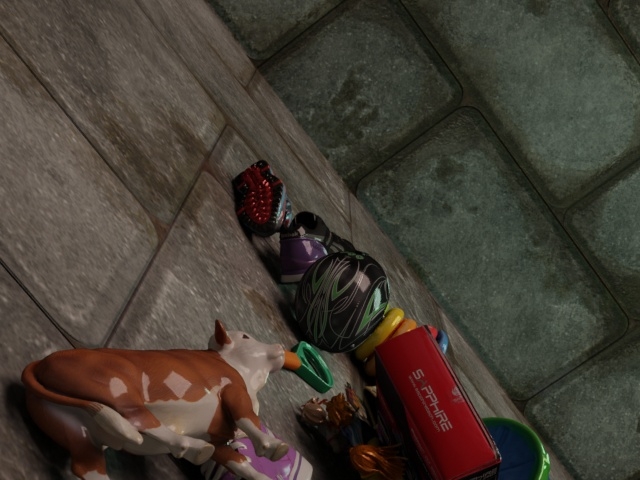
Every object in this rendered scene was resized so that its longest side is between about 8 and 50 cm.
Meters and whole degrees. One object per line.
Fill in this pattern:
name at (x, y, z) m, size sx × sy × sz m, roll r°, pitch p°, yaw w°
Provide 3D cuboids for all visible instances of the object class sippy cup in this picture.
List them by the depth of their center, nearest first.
sippy cup at (0.319, 0.472, 1.912) m, size 0.224 × 0.240 × 0.305 m, roll 60°, pitch 29°, yaw -34°

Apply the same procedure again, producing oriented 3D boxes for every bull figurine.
bull figurine at (-0.127, 0.158, 1.003) m, size 0.310 × 0.101 × 0.188 m, roll 2°, pitch 31°, yaw -49°

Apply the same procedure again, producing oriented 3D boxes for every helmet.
helmet at (0.033, 0.107, 1.885) m, size 0.169 × 0.169 × 0.161 m, roll 54°, pitch 38°, yaw 1°

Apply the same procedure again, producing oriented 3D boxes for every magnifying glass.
magnifying glass at (-0.033, 0.195, 1.718) m, size 0.092 × 0.026 × 0.231 m, roll 58°, pitch 11°, yaw 21°

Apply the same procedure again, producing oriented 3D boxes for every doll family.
doll family at (0.062, 0.299, 1.528) m, size 0.163 × 0.118 × 0.263 m, roll 49°, pitch 9°, yaw -38°

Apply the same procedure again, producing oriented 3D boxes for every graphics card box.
graphics card box at (0.166, 0.322, 1.594) m, size 0.371 × 0.094 × 0.233 m, roll 83°, pitch -17°, yaw -54°

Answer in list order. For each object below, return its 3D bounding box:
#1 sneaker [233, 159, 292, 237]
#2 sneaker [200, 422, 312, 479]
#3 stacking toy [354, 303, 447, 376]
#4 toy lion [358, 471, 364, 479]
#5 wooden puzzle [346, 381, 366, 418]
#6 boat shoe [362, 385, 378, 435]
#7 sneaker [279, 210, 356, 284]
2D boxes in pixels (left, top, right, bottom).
sneaker at (-0.091, -0.065, 2.094) m, size 0.125 × 0.104 × 0.262 m, roll 52°, pitch 10°, yaw -25°
sneaker at (-0.093, 0.247, 1.103) m, size 0.161 × 0.102 × 0.282 m, roll 47°, pitch 3°, yaw -7°
stacking toy at (0.095, 0.165, 2.119) m, size 0.302 × 0.175 × 0.166 m, roll 43°, pitch 7°, yaw 1°
toy lion at (0.102, 0.400, 1.649) m, size 0.096 × 0.034 × 0.100 m, roll 55°, pitch 7°, yaw -39°
wooden puzzle at (0.063, 0.285, 1.905) m, size 0.049 × 0.006 × 0.083 m, roll 51°, pitch 10°, yaw -18°
boat shoe at (0.122, 0.333, 1.890) m, size 0.072 × 0.068 × 0.190 m, roll 23°, pitch 24°, yaw -43°
sneaker at (0.000, 0.000, 2.068) m, size 0.283 × 0.107 × 0.124 m, roll -24°, pitch 106°, yaw -71°
